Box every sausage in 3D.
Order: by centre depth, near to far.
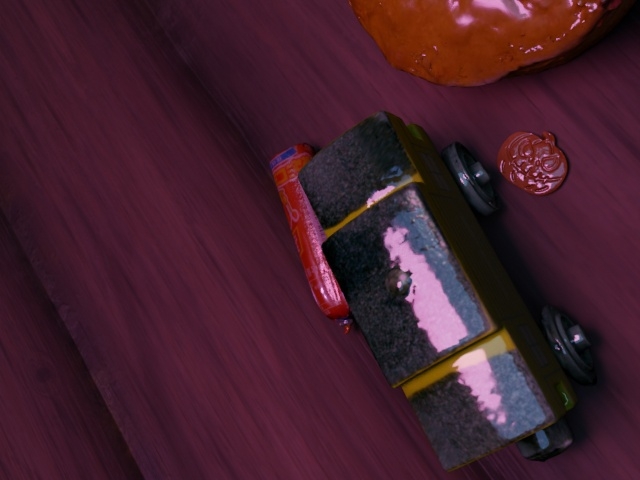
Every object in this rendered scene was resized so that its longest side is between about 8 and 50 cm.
[{"bbox_3d":[0.000,0.000,1.000,0.074,0.074,0.273,-25,77,25],"label":"sausage"}]

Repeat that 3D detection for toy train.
[{"bbox_3d":[0.144,0.051,0.807,0.179,0.272,0.441,-35,72,25],"label":"toy train"}]

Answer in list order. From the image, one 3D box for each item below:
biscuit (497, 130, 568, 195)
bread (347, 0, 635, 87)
[{"bbox_3d":[0.270,-0.102,0.891,0.091,0.015,0.078,34,103,25],"label":"biscuit"},{"bbox_3d":[0.209,-0.366,0.808,0.399,0.215,0.397,4,98,30],"label":"bread"}]
